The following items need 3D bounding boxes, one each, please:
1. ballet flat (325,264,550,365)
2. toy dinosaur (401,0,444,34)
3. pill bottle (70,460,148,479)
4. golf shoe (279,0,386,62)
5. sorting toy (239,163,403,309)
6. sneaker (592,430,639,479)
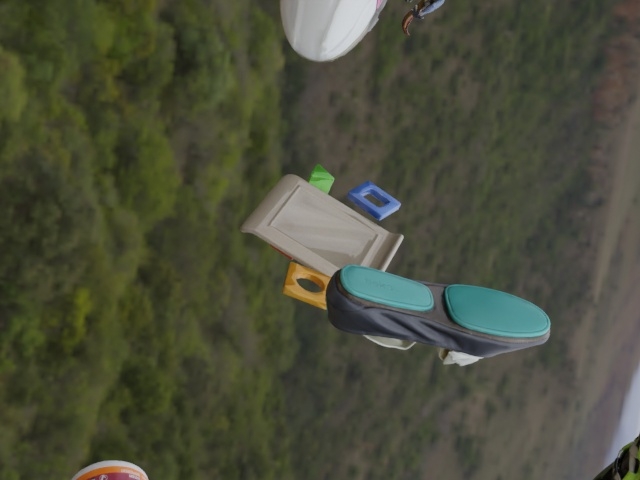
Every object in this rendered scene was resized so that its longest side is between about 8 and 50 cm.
[{"bbox_3d":[0.099,0.071,1.186,0.074,0.203,0.074,-168,-90,-79],"label":"ballet flat"},{"bbox_3d":[0.120,-0.262,1.369,0.082,0.047,0.090,-34,177,-24],"label":"toy dinosaur"},{"bbox_3d":[-0.286,0.427,1.879,0.221,0.121,0.121,-109,-170,-45],"label":"pill bottle"},{"bbox_3d":[0.013,-0.190,0.744,0.086,0.067,0.186,-20,127,-74],"label":"golf shoe"},{"bbox_3d":[0.000,0.000,1.837,0.047,0.196,0.347,-65,175,31],"label":"sorting toy"},{"bbox_3d":[0.236,0.105,0.847,0.235,0.097,0.084,-40,-168,21],"label":"sneaker"}]
